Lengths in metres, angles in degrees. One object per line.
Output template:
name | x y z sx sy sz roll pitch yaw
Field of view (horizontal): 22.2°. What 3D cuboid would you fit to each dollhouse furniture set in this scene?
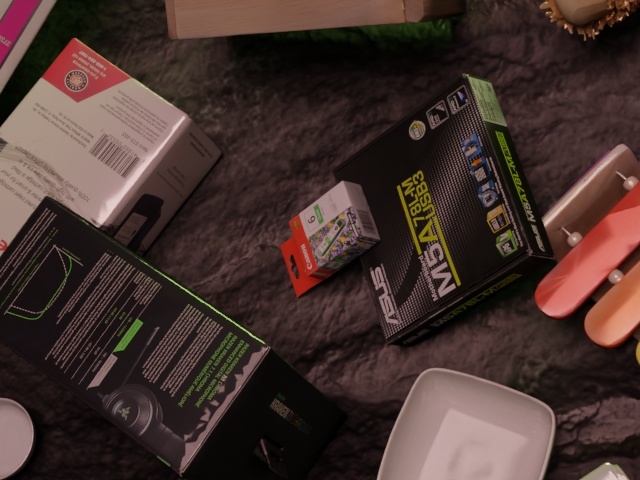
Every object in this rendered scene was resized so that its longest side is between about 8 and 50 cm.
dollhouse furniture set | -0.016 -0.399 1.554 0.257 0.362 0.394 -1 99 18

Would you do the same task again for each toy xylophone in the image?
toy xylophone | 0.353 0.036 1.421 0.323 0.081 0.236 36 84 25

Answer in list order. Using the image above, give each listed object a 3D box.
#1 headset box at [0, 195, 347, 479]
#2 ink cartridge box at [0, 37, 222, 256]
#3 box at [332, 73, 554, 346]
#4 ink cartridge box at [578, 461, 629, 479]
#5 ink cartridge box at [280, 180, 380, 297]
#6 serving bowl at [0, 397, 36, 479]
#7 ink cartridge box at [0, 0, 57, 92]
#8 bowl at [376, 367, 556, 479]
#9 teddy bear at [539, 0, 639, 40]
headset box | -0.133 0.117 1.456 0.283 0.246 0.131 32 82 23
ink cartridge box | -0.244 -0.054 1.630 0.172 0.100 0.237 35 84 26
box | 0.108 -0.026 1.498 0.184 0.045 0.190 -33 62 34
ink cartridge box | 0.187 0.352 1.338 0.289 0.121 0.211 -34 65 3
ink cartridge box | 0.000 0.000 1.548 0.115 0.029 0.062 -36 60 32
serving bowl | -0.315 0.198 1.603 0.083 0.027 0.083 -6 69 15
ink cartridge box | -0.373 -0.184 1.694 0.176 0.069 0.371 15 75 58
bowl | 0.133 0.197 1.449 0.142 0.053 0.142 17 76 22
teddy bear | 0.326 -0.322 1.495 0.338 0.245 0.113 -43 20 -3
